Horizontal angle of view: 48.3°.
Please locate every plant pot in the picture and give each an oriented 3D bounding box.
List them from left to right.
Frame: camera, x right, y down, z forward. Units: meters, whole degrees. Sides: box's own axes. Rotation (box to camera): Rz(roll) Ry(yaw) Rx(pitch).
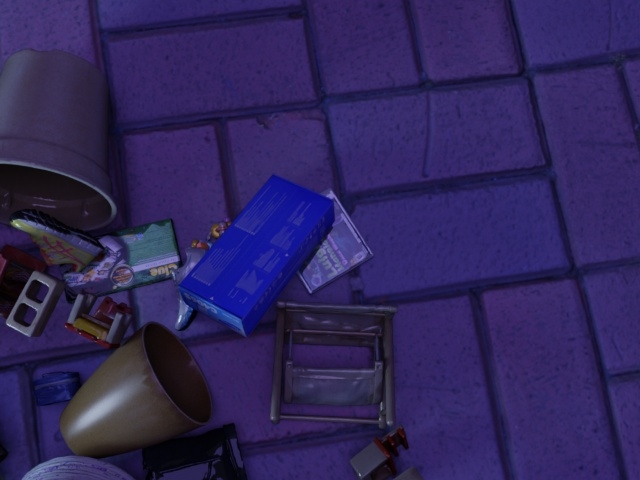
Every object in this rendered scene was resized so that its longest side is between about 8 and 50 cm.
[{"bbox_3d":[-0.579,-0.218,1.510,0.334,0.334,0.305,3,67,-3],"label":"plant pot"},{"bbox_3d":[-0.390,0.330,1.449,0.254,0.237,0.237,-32,82,5],"label":"plant pot"}]

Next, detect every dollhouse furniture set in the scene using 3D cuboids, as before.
[{"bbox_3d":[-0.565,0.141,1.458,0.374,0.201,0.152,25,86,5],"label":"dollhouse furniture set"},{"bbox_3d":[0.184,0.515,1.432,0.135,0.262,0.259,-31,51,-11],"label":"dollhouse furniture set"}]

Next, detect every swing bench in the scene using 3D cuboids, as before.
[{"bbox_3d":[0.027,0.260,1.510,0.253,0.165,0.254,4,73,-2],"label":"swing bench"}]

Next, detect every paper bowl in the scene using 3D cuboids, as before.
[{"bbox_3d":[-0.463,0.543,1.391,0.284,0.148,0.284,0,114,1],"label":"paper bowl"}]

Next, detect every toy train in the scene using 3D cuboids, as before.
[{"bbox_3d":[-0.213,0.017,1.599,0.166,0.046,0.125,-33,82,-10],"label":"toy train"}]

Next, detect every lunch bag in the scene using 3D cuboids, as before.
[{"bbox_3d":[-0.557,0.310,1.508,0.098,0.067,0.065,-11,79,-4],"label":"lunch bag"}]

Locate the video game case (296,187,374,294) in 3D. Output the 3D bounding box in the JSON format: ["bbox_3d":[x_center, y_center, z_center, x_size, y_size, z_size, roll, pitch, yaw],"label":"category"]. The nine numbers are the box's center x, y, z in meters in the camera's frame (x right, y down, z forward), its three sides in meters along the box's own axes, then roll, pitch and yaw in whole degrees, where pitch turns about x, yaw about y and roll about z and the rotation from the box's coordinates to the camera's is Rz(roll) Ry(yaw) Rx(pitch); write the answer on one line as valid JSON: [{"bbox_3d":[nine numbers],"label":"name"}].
[{"bbox_3d":[0.000,0.000,1.628,0.173,0.022,0.190,-31,82,-9],"label":"video game case"}]

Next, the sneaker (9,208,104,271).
[{"bbox_3d":[-0.560,0.008,1.492,0.094,0.208,0.081,-53,42,4],"label":"sneaker"}]

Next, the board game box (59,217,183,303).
[{"bbox_3d":[-0.444,0.045,1.589,0.260,0.030,0.136,-13,78,-6],"label":"board game box"}]

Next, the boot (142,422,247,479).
[{"bbox_3d":[-0.251,0.516,1.470,0.207,0.094,0.246,-14,73,-10],"label":"boot"}]

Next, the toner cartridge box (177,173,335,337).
[{"bbox_3d":[-0.126,0.023,1.515,0.165,0.075,0.348,25,59,22],"label":"toner cartridge box"}]

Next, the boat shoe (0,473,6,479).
[{"bbox_3d":[-0.640,0.577,1.442,0.069,0.081,0.227,-26,93,11],"label":"boat shoe"}]

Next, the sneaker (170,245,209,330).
[{"bbox_3d":[-0.292,0.101,1.557,0.083,0.071,0.190,18,87,0],"label":"sneaker"}]

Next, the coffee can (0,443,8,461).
[{"bbox_3d":[-0.783,0.364,1.414,0.201,0.201,0.275,-33,82,-9],"label":"coffee can"}]
